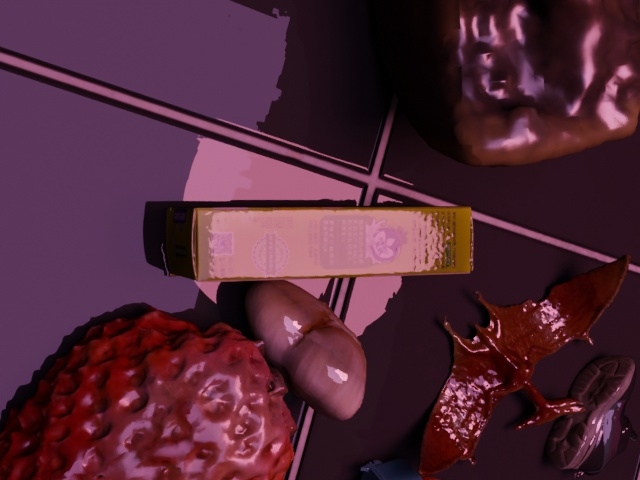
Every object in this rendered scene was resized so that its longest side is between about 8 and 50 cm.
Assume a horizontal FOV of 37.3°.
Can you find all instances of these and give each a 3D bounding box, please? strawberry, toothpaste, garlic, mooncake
[{"bbox_3d":[-0.182,0.221,0.942,0.336,0.149,0.265,-24,103,-19],"label":"strawberry"},{"bbox_3d":[0.000,0.000,1.024,0.328,0.110,0.077,-1,91,-23],"label":"toothpaste"},{"bbox_3d":[-0.018,0.114,1.022,0.099,0.124,0.174,-45,88,-2],"label":"garlic"},{"bbox_3d":[0.220,-0.294,0.945,0.246,0.394,0.393,-12,73,-25],"label":"mooncake"}]

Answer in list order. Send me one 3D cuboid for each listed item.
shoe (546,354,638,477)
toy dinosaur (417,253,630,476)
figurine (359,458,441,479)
[{"bbox_3d":[0.367,0.233,1.216,0.099,0.071,0.169,34,84,-24],"label":"shoe"},{"bbox_3d":[0.230,0.156,1.130,0.327,0.113,0.206,-16,94,-17],"label":"toy dinosaur"},{"bbox_3d":[0.105,0.302,1.111,0.140,0.068,0.075,16,101,-28],"label":"figurine"}]
